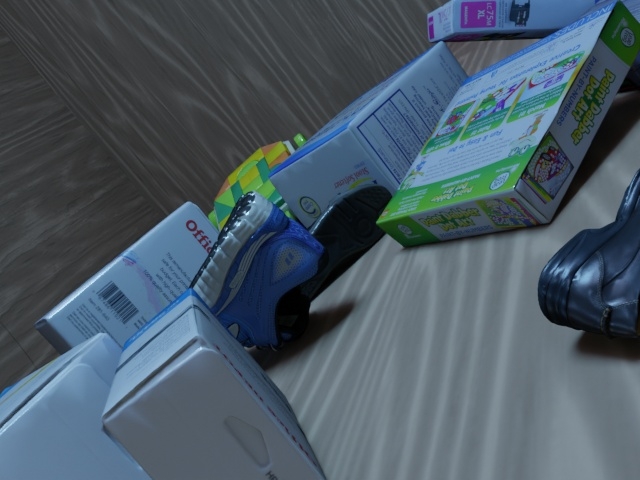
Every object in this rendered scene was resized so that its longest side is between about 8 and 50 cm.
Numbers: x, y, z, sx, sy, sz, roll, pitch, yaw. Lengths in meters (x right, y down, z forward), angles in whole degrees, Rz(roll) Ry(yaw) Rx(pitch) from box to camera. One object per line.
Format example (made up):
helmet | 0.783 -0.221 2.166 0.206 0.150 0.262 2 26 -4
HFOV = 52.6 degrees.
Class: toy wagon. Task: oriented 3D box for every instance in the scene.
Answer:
toy wagon | -0.104 -0.074 1.284 0.267 0.068 0.344 -41 32 10

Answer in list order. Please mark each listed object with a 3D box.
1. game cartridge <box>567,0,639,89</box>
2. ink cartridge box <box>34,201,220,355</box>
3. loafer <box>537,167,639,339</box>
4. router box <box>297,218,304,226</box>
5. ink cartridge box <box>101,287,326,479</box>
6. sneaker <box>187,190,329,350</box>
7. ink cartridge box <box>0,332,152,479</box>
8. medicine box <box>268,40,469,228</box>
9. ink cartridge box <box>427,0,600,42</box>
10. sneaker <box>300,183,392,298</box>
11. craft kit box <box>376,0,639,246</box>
game cartridge | 0.396 -0.266 0.807 0.230 0.068 0.355 -43 12 -2
ink cartridge box | -0.250 0.106 0.993 0.278 0.201 0.117 -45 13 -30
loafer | 0.208 -0.003 0.385 0.170 0.062 0.061 -44 34 -12
router box | -0.108 -0.062 1.517 0.335 0.082 0.301 -35 12 18
ink cartridge box | -0.084 0.131 0.508 0.086 0.148 0.203 -39 11 -6
sneaker | -0.098 0.099 0.778 0.330 0.147 0.130 -53 11 39
ink cartridge box | -0.252 0.226 0.604 0.232 0.171 0.168 -30 14 39
medicine box | 0.098 -0.169 1.123 0.289 0.149 0.263 -45 13 -33
ink cartridge box | 0.350 -0.368 1.076 0.311 0.065 0.186 -5 13 -1
sneaker | 0.000 0.000 0.922 0.227 0.087 0.130 -46 19 -8
craft kit box | 0.196 -0.114 0.710 0.247 0.061 0.250 -54 16 -19
